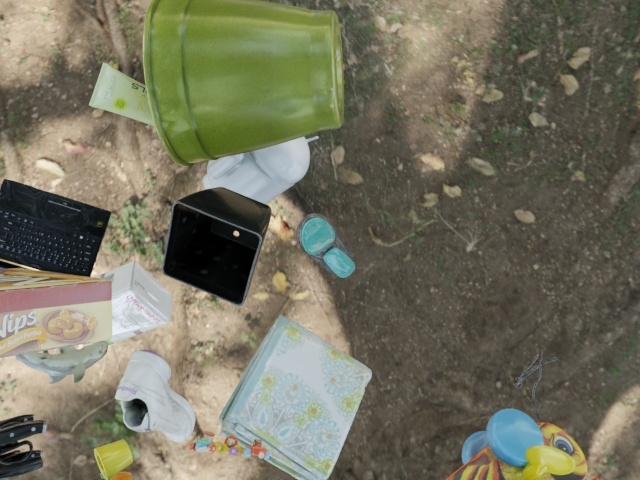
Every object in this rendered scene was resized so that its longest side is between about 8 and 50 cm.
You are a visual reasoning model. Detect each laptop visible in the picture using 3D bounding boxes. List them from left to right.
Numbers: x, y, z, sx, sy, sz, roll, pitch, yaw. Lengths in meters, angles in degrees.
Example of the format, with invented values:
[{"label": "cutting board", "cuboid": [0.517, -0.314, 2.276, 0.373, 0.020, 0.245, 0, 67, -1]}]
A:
[{"label": "laptop", "cuboid": [-0.595, 0.027, 1.208, 0.234, 0.136, 0.264, 18, 88, -8]}]

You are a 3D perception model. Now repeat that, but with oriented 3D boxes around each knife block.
[{"label": "knife block", "cuboid": [-0.560, 0.339, 0.875, 0.242, 0.276, 0.088, -15, 86, 18]}]

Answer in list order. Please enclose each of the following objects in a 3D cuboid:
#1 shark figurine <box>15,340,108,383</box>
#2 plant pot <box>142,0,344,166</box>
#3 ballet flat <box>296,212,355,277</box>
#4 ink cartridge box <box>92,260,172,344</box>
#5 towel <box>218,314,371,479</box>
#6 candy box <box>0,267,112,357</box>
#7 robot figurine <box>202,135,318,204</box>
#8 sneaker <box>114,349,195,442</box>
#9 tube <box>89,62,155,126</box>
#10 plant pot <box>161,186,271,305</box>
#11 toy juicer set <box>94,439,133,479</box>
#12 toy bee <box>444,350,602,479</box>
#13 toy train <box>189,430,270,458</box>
[{"label": "shark figurine", "cuboid": [-0.687, 0.307, 1.474, 0.278, 0.166, 0.116, 16, 123, -23]}, {"label": "plant pot", "cuboid": [-0.131, -0.349, 1.247, 0.353, 0.366, 0.366, -2, 119, 7]}, {"label": "ballet flat", "cuboid": [0.000, 0.000, 1.063, 0.074, 0.074, 0.203, -27, 142, 10]}, {"label": "ink cartridge box", "cuboid": [-0.616, 0.199, 1.787, 0.273, 0.114, 0.198, -21, 136, 13]}, {"label": "towel", "cuboid": [-0.061, 0.426, 1.597, 0.321, 0.374, 0.090, 35, 144, -7]}, {"label": "candy box", "cuboid": [-0.451, 0.091, 0.826, 0.183, 0.317, 0.087, -3, 94, -47]}, {"label": "robot figurine", "cuboid": [-0.172, -0.208, 1.634, 0.353, 0.300, 0.199, -31, 78, 31]}, {"label": "sneaker", "cuboid": [-0.384, 0.388, 1.341, 0.114, 0.152, 0.305, 1, 132, 19]}, {"label": "tube", "cuboid": [-0.345, -0.272, 1.221, 0.240, 0.070, 0.062, 21, 129, -29]}, {"label": "plant pot", "cuboid": [-0.202, -0.008, 1.246, 0.188, 0.167, 0.187, 21, 122, 4]}, {"label": "toy juicer set", "cuboid": [-0.367, 0.579, 1.179, 0.090, 0.329, 0.209, -21, 138, -33]}, {"label": "toy bee", "cuboid": [0.269, 0.281, 0.735, 0.298, 0.162, 0.195, -43, 160, -17]}, {"label": "toy train", "cuboid": [-0.200, 0.449, 1.301, 0.166, 0.046, 0.125, 17, 156, -26]}]
